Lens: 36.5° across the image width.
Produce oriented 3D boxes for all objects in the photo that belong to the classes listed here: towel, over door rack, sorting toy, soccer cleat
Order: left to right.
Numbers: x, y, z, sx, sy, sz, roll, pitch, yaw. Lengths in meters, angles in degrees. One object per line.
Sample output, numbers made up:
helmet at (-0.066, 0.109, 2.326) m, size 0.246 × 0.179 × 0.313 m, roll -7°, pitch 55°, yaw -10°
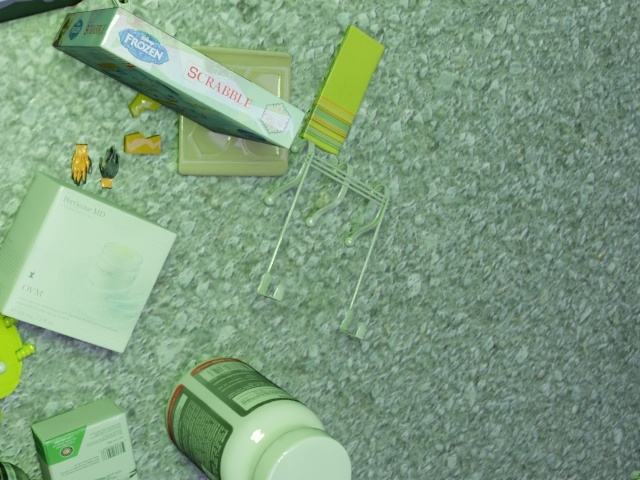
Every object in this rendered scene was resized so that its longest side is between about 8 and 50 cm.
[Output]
soccer cleat at (-0.323, -0.380, 1.593) m, size 0.029 × 0.035 × 0.083 m, roll -28°, pitch 117°, yaw -24°
sorting toy at (-0.198, -0.229, 1.724) m, size 0.307 × 0.041 × 0.229 m, roll -1°, pitch 101°, yaw -27°
over door rack at (0.000, 0.000, 1.857) m, size 0.239 × 0.108 × 0.324 m, roll 26°, pitch 68°, yaw -36°
towel at (0.043, -0.289, 1.875) m, size 0.102 × 0.021 × 0.237 m, roll 25°, pitch 88°, yaw -41°

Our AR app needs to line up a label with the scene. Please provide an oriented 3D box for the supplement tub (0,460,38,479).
supplement tub at (-0.605, 0.440, 1.538) m, size 0.338 × 0.207 × 0.207 m, roll 21°, pitch 91°, yaw -36°

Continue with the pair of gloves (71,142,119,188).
pair of gloves at (-0.382, -0.126, 1.643) m, size 0.083 × 0.010 × 0.074 m, roll 4°, pitch 101°, yaw -35°

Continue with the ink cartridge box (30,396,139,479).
ink cartridge box at (-0.414, 0.408, 1.729) m, size 0.153 × 0.087 × 0.208 m, roll -17°, pitch 112°, yaw -29°

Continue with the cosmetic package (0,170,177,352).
cosmetic package at (-0.397, 0.036, 1.603) m, size 0.224 × 0.138 × 0.225 m, roll 25°, pitch 88°, yaw -36°

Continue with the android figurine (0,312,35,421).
android figurine at (-0.583, 0.201, 1.540) m, size 0.273 × 0.056 × 0.248 m, roll -27°, pitch 111°, yaw -41°

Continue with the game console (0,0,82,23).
game console at (-0.538, -0.480, 1.408) m, size 0.386 × 0.060 × 0.342 m, roll -22°, pitch 115°, yaw -27°

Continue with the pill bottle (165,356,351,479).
pill bottle at (-0.116, 0.362, 1.743) m, size 0.210 × 0.363 × 0.210 m, roll -10°, pitch 109°, yaw -31°

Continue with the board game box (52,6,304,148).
board game box at (-0.227, -0.251, 1.499) m, size 0.318 × 0.318 × 0.066 m, roll 27°, pitch 88°, yaw -29°
